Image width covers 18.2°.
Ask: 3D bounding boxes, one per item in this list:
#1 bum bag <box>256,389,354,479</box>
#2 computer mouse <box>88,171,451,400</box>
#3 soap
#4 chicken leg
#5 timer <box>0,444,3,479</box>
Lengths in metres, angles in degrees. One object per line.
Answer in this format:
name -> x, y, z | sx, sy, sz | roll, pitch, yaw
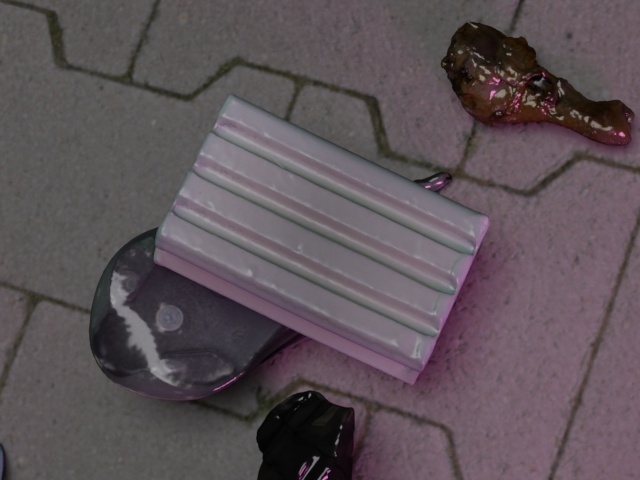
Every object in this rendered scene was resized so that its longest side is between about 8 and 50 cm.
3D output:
bum bag -> -0.027, 0.282, 1.736 | 0.144, 0.095, 0.340 | -32, 38, 51
computer mouse -> -0.042, 0.028, 1.876 | 0.379, 0.090, 0.167 | -26, 80, -12
soap -> 0.000, 0.000, 1.800 | 0.265, 0.087, 0.160 | 25, 73, 1
chicken leg -> 0.203, -0.136, 1.876 | 0.198, 0.069, 0.085 | 26, 57, 14
timer -> -0.367, 0.317, 1.852 | 0.175, 0.255, 0.175 | 2, 111, 5
